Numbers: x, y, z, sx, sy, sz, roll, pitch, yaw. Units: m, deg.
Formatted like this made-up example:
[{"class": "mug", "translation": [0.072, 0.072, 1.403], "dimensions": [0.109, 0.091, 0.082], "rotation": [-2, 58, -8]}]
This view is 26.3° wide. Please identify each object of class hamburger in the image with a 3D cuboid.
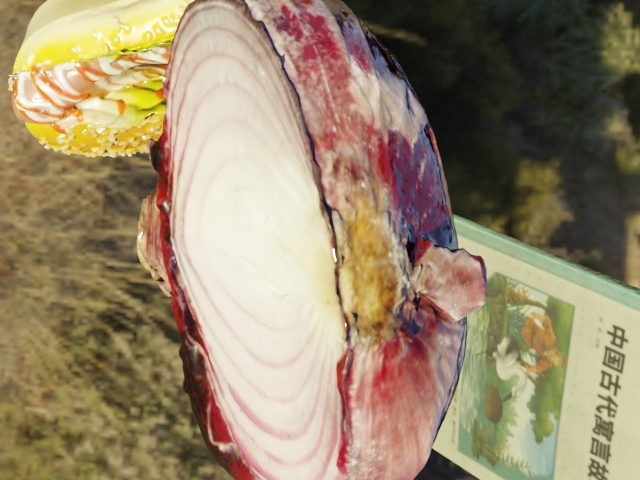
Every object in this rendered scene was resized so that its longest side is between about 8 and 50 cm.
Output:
[{"class": "hamburger", "translation": [-0.103, -0.114, 0.916], "dimensions": [0.173, 0.210, 0.116], "rotation": [42, 36, -70]}]

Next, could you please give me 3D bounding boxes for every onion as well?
[{"class": "onion", "translation": [0.000, 0.000, 0.540], "dimensions": [0.098, 0.151, 0.206], "rotation": [-10, 98, -34]}]

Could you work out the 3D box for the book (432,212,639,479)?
[{"class": "book", "translation": [0.183, 0.116, 1.018], "dimensions": [0.025, 0.282, 0.215], "rotation": [-13, 114, -35]}]
